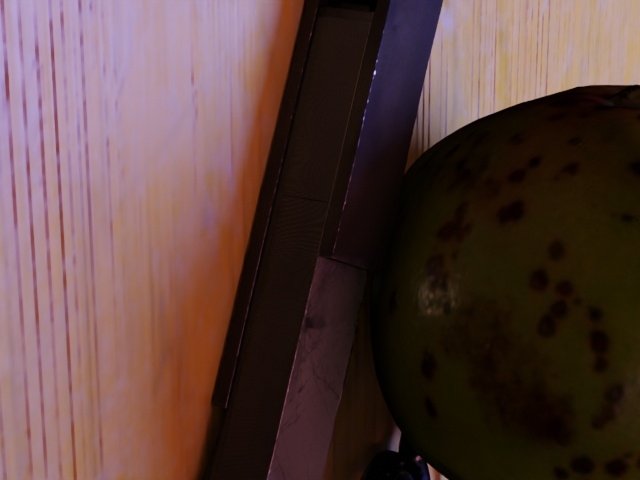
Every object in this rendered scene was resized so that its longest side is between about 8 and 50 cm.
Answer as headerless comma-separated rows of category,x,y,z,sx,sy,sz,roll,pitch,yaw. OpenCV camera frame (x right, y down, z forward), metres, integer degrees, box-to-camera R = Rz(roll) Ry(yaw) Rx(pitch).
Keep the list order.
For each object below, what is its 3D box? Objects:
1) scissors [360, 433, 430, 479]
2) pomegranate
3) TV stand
scissors,0.065,0.216,0.923,0.109,0.022,0.300,-45,136,-38
pomegranate,0.105,0.063,0.783,0.286,0.231,0.231,-56,154,16
TV stand,0.000,0.000,0.724,0.049,0.040,0.256,18,84,-61
